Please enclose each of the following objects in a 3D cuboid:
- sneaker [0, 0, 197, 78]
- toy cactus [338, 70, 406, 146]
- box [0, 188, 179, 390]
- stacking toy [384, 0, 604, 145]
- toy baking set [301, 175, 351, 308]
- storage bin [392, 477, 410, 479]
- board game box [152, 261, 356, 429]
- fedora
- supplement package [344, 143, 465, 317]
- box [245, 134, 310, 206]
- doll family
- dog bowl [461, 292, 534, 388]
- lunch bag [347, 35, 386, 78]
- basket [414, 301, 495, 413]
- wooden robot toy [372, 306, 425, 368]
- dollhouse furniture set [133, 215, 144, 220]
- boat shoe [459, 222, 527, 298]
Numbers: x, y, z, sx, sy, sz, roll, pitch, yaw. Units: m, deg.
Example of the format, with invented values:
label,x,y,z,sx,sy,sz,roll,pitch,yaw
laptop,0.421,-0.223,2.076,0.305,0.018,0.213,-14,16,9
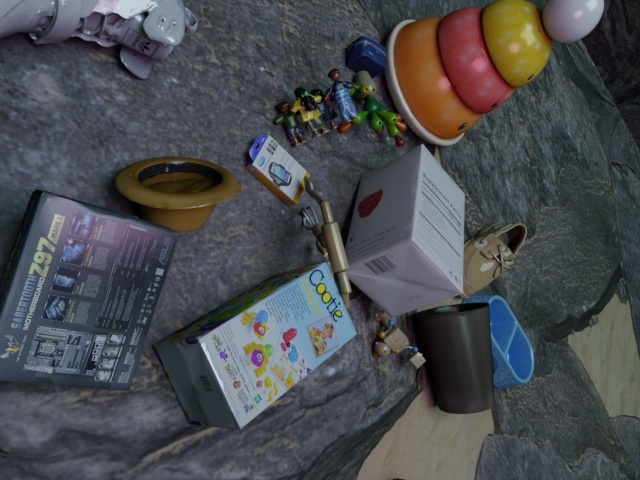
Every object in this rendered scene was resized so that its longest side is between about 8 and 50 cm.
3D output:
label,x,y,z,sx,sy,sz,roll,pitch,yaw
sneaker,-0.330,-0.326,0.767,0.210,0.137,0.365,49,47,-19
toy cactus,0.109,-0.313,1.231,0.219,0.112,0.180,19,48,-37
box,-0.308,0.070,0.691,0.183,0.059,0.232,19,86,-40
stacking toy,0.425,-0.458,1.285,0.351,0.480,0.350,13,70,-40
toy baking set,0.002,0.001,0.978,0.030,0.197,0.256,-14,92,-14
storage bin,0.212,0.569,1.057,0.180,0.122,0.084,54,49,-19
board game box,-0.096,0.160,0.859,0.275,0.142,0.144,-29,99,-44
fedora,-0.219,-0.067,0.824,0.194,0.194,0.079,-19,131,-45
supplement package,0.180,-0.023,1.113,0.175,0.178,0.293,43,40,-26
box,-0.086,-0.139,1.031,0.136,0.028,0.081,41,54,-26
doll family,-0.004,-0.276,1.091,0.193,0.076,0.111,-31,103,-32
dog bowl,0.482,0.268,1.431,0.297,0.074,0.166,56,48,-18
lunch bag,0.108,-0.441,1.267,0.098,0.067,0.065,19,66,-38
basket,0.320,0.269,1.227,0.204,0.154,0.226,-4,86,-43
wooden robot toy,0.146,0.222,1.145,0.079,0.076,0.173,-43,113,-4
dollhouse furniture set,-0.308,-0.002,0.784,0.152,0.059,0.076,32,49,-56
boat shoe,0.462,0.038,1.447,0.341,0.110,0.121,-42,108,-42
